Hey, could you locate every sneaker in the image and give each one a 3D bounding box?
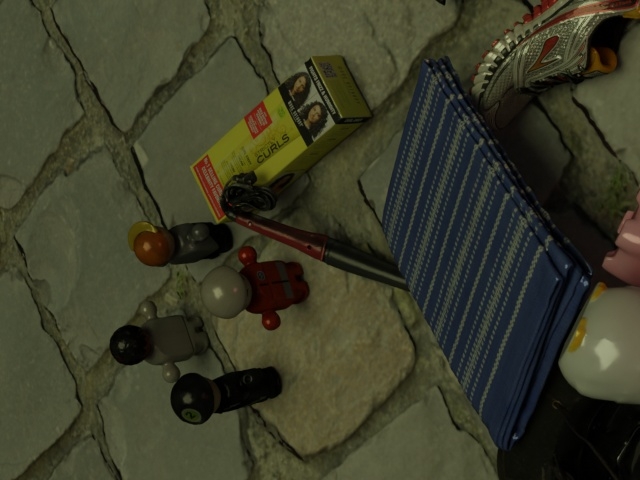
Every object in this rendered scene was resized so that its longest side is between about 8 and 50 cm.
[{"bbox_3d":[0.229,-0.180,1.438,0.092,0.088,0.225,54,127,17],"label":"sneaker"}]

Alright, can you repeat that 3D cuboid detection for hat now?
[{"bbox_3d":[0.317,0.210,1.369,0.331,0.134,0.331,18,113,51],"label":"hat"}]

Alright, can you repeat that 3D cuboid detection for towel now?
[{"bbox_3d":[0.150,0.008,1.455,0.336,0.040,0.243,-116,30,-43],"label":"towel"}]

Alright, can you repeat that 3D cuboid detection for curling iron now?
[{"bbox_3d":[0.000,0.000,1.645,0.274,0.035,0.068,28,142,19],"label":"curling iron"}]

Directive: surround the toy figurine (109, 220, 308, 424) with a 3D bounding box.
[{"bbox_3d":[-0.141,0.090,1.743,0.209,0.148,0.213,31,114,35],"label":"toy figurine"}]

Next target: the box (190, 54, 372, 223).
[{"bbox_3d":[-0.048,-0.113,1.703,0.232,0.058,0.087,-37,71,38],"label":"box"}]

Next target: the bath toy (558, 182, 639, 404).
[{"bbox_3d":[0.319,-0.008,1.241,0.129,0.348,0.151,27,157,7],"label":"bath toy"}]

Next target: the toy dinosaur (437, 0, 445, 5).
[{"bbox_3d":[0.048,-0.329,1.485,0.322,0.218,0.164,-85,12,-49],"label":"toy dinosaur"}]
